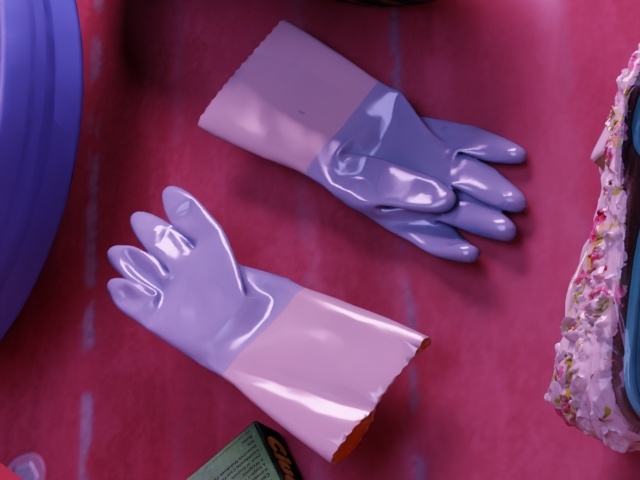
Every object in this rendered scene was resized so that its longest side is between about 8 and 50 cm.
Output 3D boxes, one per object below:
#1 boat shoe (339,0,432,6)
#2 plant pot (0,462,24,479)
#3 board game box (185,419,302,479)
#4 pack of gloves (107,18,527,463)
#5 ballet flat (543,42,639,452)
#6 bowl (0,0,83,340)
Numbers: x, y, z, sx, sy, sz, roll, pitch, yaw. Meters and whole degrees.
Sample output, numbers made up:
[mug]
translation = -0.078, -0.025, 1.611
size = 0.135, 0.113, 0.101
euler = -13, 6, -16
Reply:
[boat shoe]
translation = -0.044, -0.217, 1.162
size = 0.324, 0.122, 0.120
euler = 19, 93, 42
[plant pot]
translation = -0.217, 0.209, 0.969
size = 0.275, 0.243, 0.275
euler = -18, 59, 31
[board game box]
translation = -0.098, 0.225, 1.052
size = 0.259, 0.030, 0.136
euler = -41, 46, 15
[pack of gloves]
translation = 0.000, 0.000, 1.095
size = 0.232, 0.046, 0.195
euler = 32, 78, 41
[ballet flat]
translation = 0.154, -0.015, 0.944
size = 0.077, 0.091, 0.241
euler = -15, 52, 59
[bowl]
translation = -0.293, -0.068, 1.272
size = 0.391, 0.077, 0.391
euler = -11, 74, 42
